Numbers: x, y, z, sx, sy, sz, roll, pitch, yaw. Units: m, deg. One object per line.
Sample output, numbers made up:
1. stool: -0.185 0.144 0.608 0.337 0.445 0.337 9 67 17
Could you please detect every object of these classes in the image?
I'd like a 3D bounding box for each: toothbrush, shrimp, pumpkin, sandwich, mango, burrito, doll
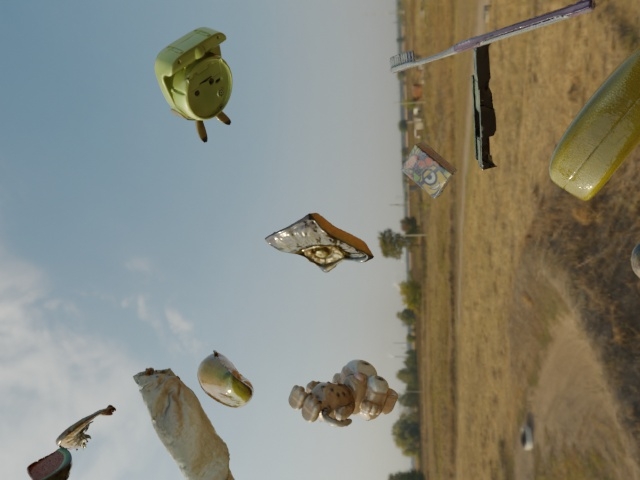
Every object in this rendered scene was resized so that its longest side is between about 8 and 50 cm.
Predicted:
1. toothbrush: 0.248 -0.323 0.837 0.024 0.353 0.029 -20 -77 -41
2. shrimp: -0.485 0.391 1.100 0.124 0.034 0.178 -37 -17 -24
3. pumpkin: 0.000 -0.001 0.570 0.101 0.073 0.035 32 -126 -36
4. sandwich: -0.458 0.389 0.893 0.101 0.069 0.026 11 109 55
5. mango: -0.154 0.232 0.860 0.066 0.101 0.187 -47 8 -22
6. burrito: -0.296 0.435 1.179 0.392 0.117 0.076 49 162 27
7. doll: 0.057 0.351 1.178 0.278 0.154 0.119 2 -70 -54

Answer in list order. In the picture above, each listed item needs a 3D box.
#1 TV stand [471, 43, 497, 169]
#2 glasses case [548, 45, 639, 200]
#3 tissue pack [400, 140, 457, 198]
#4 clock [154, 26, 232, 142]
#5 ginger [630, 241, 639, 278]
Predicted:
1. TV stand: 0.329 -0.266 1.055 0.042 0.036 0.249 -104 1 -60
2. glasses case: 0.648 -0.270 1.140 0.371 0.141 0.173 -53 -18 11
3. tissue pack: 0.329 -0.215 1.601 0.060 0.148 0.109 -27 -26 -42
4. clock: -0.264 -0.338 1.169 0.170 0.069 0.232 -48 -30 -29
5. ginger: 0.836 0.076 1.104 0.375 0.176 0.256 -22 38 63
